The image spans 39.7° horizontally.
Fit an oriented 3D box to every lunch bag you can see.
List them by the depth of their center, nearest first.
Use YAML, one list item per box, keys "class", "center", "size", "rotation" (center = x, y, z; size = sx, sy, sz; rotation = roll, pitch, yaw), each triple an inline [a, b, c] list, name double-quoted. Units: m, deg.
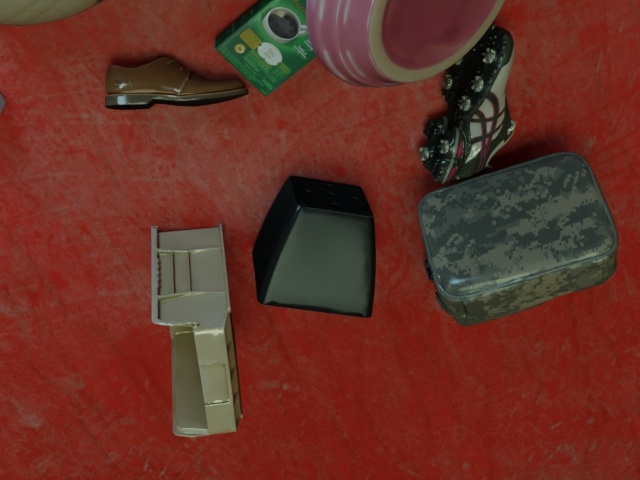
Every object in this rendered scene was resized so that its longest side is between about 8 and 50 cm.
- class: "lunch bag"
  center: [0.322, 0.020, 1.467]
  size: [0.305, 0.212, 0.256]
  rotation: [-18, 151, 8]

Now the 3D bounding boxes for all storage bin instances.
- class: "storage bin"
  center: [-0.207, 0.151, 1.492]
  size: [0.123, 0.260, 0.262]
  rotation: [-6, 128, -6]

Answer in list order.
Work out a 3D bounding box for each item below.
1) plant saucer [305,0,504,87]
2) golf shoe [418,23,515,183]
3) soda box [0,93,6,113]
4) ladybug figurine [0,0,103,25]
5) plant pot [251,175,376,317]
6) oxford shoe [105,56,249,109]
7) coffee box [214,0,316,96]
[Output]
- class: "plant saucer"
  center: [0.137, -0.333, 1.147]
  size: [0.332, 0.084, 0.332]
  rotation: [-29, 145, -23]
- class: "golf shoe"
  center: [0.246, -0.209, 1.363]
  size: [0.120, 0.105, 0.273]
  rotation: [-2, 136, -23]
- class: "soda box"
  center: [-0.551, -0.248, 1.259]
  size: [0.069, 0.074, 0.216]
  rotation: [-26, 126, 15]
- class: "ladybug figurine"
  center: [-0.330, -0.436, 1.048]
  size: [0.449, 0.162, 0.305]
  rotation: [-26, 122, 29]
- class: "plant pot"
  center: [0.000, 0.000, 1.448]
  size: [0.188, 0.187, 0.167]
  rotation: [9, 115, -12]
- class: "oxford shoe"
  center: [-0.211, -0.235, 1.309]
  size: [0.212, 0.076, 0.076]
  rotation: [-2, 89, -16]
- class: "coffee box"
  center: [-0.050, -0.304, 1.282]
  size: [0.184, 0.040, 0.113]
  rotation: [-36, 123, 22]
